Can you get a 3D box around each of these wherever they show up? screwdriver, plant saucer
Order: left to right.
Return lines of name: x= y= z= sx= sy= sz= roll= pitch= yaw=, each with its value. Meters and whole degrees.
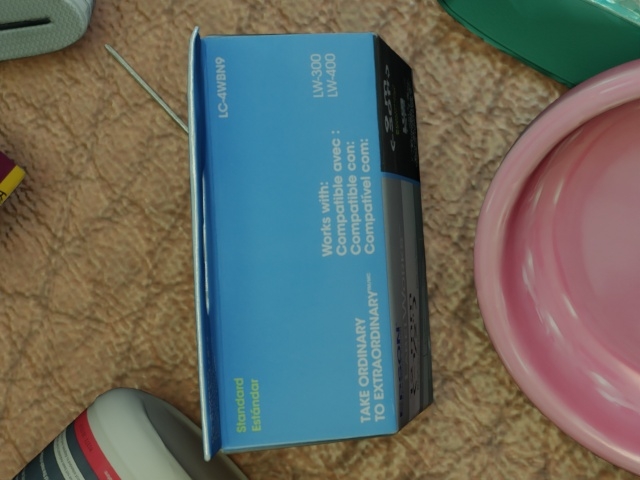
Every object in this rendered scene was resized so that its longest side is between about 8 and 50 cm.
screwdriver: x=-0.098 y=-0.085 z=1.417 sx=0.170 sy=0.024 sz=0.025 roll=51 pitch=124 yaw=6
plant saucer: x=0.270 y=0.017 z=1.283 sx=0.332 sy=0.084 sz=0.332 roll=9 pitch=122 yaw=15

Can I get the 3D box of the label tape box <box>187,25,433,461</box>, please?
label tape box: x=0.000 y=0.000 z=1.240 sx=0.115 sy=0.348 sz=0.249 roll=-3 pitch=89 yaw=6

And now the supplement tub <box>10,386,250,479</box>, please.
supplement tub: x=-0.168 y=0.251 z=1.336 sx=0.272 sy=0.191 sz=0.191 roll=-43 pitch=85 yaw=4

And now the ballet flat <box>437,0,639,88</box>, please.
ballet flat: x=0.274 y=-0.136 z=1.338 sx=0.409 sy=0.147 sz=0.147 roll=28 pitch=93 yaw=3

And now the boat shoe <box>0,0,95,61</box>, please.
boat shoe: x=-0.305 y=-0.177 z=1.414 sx=0.302 sy=0.109 sz=0.094 roll=-3 pitch=52 yaw=8

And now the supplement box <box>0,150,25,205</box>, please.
supplement box: x=-0.318 y=-0.062 z=1.370 sx=0.188 sy=0.081 sz=0.104 roll=41 pitch=135 yaw=-8
